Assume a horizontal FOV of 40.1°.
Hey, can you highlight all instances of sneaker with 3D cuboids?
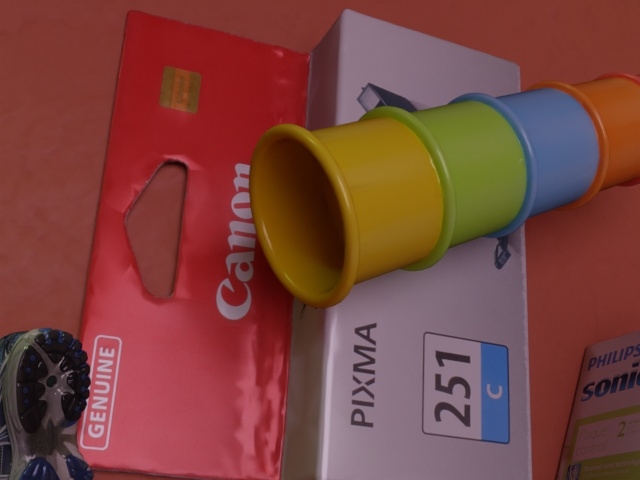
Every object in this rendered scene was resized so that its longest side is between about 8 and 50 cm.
[{"bbox_3d":[-0.148,0.109,0.442,0.052,0.058,0.135,6,90,-47],"label":"sneaker"}]

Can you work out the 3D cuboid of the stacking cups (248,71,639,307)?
[{"bbox_3d":[0.119,-0.049,0.508,0.316,0.096,0.096,-16,79,-29],"label":"stacking cups"}]

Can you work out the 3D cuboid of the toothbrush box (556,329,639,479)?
[{"bbox_3d":[0.227,0.185,0.483,0.122,0.206,0.283,29,64,-11],"label":"toothbrush box"}]

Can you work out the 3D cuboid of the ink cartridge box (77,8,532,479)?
[{"bbox_3d":[0.000,0.000,0.531,0.261,0.066,0.296,11,68,-21],"label":"ink cartridge box"}]
